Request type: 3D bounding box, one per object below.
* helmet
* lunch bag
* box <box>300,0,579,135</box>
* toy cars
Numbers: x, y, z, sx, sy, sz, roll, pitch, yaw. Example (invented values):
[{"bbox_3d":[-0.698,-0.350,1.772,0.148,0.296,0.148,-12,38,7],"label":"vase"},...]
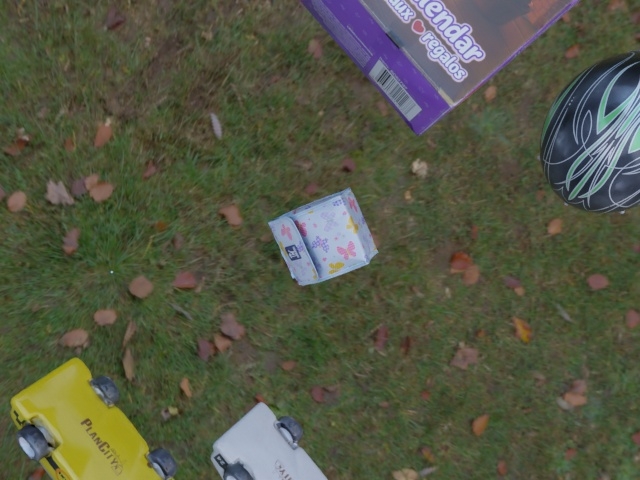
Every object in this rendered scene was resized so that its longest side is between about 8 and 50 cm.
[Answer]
[{"bbox_3d":[0.320,-0.113,0.823,0.169,0.169,0.161,51,56,-8],"label":"helmet"},{"bbox_3d":[0.000,0.000,0.704,0.083,0.053,0.071,-19,98,23],"label":"lunch bag"},{"bbox_3d":[0.032,-0.229,0.383,0.201,0.057,0.293,-42,92,-12],"label":"box"},{"bbox_3d":[-0.136,0.250,0.798,0.394,0.087,0.176,19,52,-22],"label":"toy cars"}]
